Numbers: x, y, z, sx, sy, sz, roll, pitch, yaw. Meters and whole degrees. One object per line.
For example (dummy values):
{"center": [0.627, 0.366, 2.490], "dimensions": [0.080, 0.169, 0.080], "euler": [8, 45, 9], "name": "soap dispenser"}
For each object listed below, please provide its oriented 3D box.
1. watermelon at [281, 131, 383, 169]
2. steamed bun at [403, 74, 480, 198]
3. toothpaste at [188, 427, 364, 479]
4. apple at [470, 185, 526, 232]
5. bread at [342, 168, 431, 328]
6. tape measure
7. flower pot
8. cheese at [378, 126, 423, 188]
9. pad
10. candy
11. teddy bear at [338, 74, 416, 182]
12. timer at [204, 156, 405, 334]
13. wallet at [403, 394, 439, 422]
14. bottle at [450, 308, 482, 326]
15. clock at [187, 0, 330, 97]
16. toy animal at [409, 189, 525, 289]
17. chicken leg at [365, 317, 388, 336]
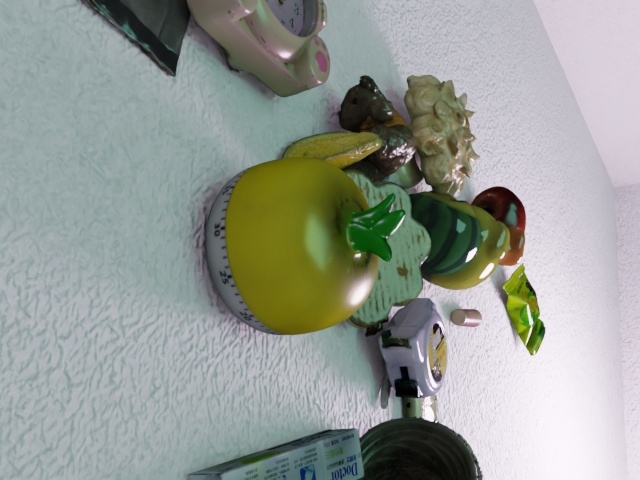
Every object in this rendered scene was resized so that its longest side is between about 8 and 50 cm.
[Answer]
{"center": [0.011, -0.136, 1.240], "dimensions": [0.181, 0.092, 0.075], "euler": [-20, 124, -19], "name": "watermelon"}
{"center": [0.281, -0.233, 1.596], "dimensions": [0.295, 0.137, 0.293], "euler": [12, 68, -74], "name": "steamed bun"}
{"center": [-0.049, 0.339, 1.030], "dimensions": [0.336, 0.067, 0.081], "euler": [5, 75, -57], "name": "toothpaste"}
{"center": [0.476, -0.055, 1.902], "dimensions": [0.158, 0.147, 0.156], "euler": [34, 32, -49], "name": "apple"}
{"center": [0.105, 0.013, 1.302], "dimensions": [0.207, 0.056, 0.287], "euler": [-1, 85, -24], "name": "bread"}
{"center": [0.176, 0.216, 1.380], "dimensions": [0.196, 0.105, 0.179], "euler": [-36, 118, -61], "name": "tape measure"}
{"center": [0.154, 0.429, 1.206], "dimensions": [0.236, 0.235, 0.141], "euler": [-63, 153, -45], "name": "flower pot"}
{"center": [0.164, -0.147, 1.530], "dimensions": [0.127, 0.049, 0.235], "euler": [66, 33, -21], "name": "cheese"}
{"center": [-0.260, -0.355, 0.971], "dimensions": [0.233, 0.022, 0.174], "euler": [39, 49, -46], "name": "pad"}
{"center": [0.579, 0.192, 2.049], "dimensions": [0.149, 0.069, 0.247], "euler": [-47, 125, -46], "name": "candy"}
{"center": [0.100, -0.212, 1.355], "dimensions": [0.140, 0.177, 0.190], "euler": [-14, 68, -27], "name": "teddy bear"}
{"center": [0.000, 0.000, 1.028], "dimensions": [0.285, 0.285, 0.285], "euler": [24, 60, -52], "name": "timer"}
{"center": [0.208, 0.381, 1.438], "dimensions": [0.110, 0.039, 0.155], "euler": [18, 66, -53], "name": "wallet"}
{"center": [0.348, 0.185, 1.716], "dimensions": [0.096, 0.045, 0.045], "euler": [9, 72, -53], "name": "bottle"}
{"center": [-0.092, -0.419, 1.162], "dimensions": [0.284, 0.114, 0.310], "euler": [31, 53, -50], "name": "clock"}
{"center": [0.281, 0.008, 1.536], "dimensions": [0.338, 0.216, 0.191], "euler": [16, 93, -51], "name": "toy animal"}
{"center": [0.108, 0.085, 1.372], "dimensions": [0.089, 0.048, 0.219], "euler": [47, 44, -44], "name": "chicken leg"}
